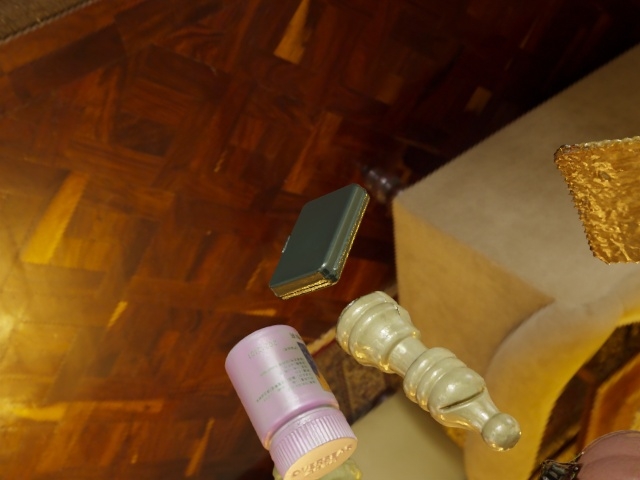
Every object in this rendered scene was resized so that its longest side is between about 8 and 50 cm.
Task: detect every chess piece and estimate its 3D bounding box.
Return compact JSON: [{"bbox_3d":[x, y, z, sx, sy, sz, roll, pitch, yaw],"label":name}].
[{"bbox_3d":[0.169,0.203,1.225,0.124,0.307,0.139,-36,142,-23],"label":"chess piece"}]

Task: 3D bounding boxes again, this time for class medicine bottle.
[{"bbox_3d":[-0.063,0.335,1.710,0.178,0.291,0.178,-23,146,-17],"label":"medicine bottle"}]

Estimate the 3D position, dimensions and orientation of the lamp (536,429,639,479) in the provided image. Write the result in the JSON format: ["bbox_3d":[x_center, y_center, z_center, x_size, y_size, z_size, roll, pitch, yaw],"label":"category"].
[{"bbox_3d":[0.416,0.412,1.188,0.305,0.239,0.305,-57,159,-37],"label":"lamp"}]

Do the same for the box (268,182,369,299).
[{"bbox_3d":[0.000,0.000,1.543,0.050,0.160,0.230,44,47,-26],"label":"box"}]

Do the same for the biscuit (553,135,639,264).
[{"bbox_3d":[0.452,-0.051,1.099,0.232,0.236,0.013,57,45,-33],"label":"biscuit"}]

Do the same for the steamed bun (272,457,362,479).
[{"bbox_3d":[-0.011,0.643,2.064,0.230,0.325,0.372,3,125,1],"label":"steamed bun"}]
